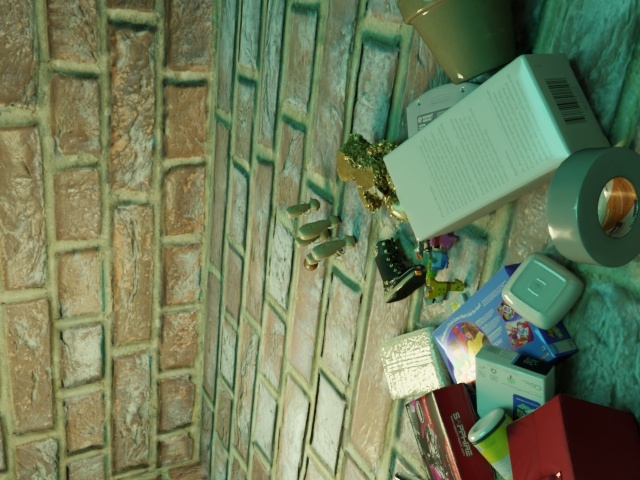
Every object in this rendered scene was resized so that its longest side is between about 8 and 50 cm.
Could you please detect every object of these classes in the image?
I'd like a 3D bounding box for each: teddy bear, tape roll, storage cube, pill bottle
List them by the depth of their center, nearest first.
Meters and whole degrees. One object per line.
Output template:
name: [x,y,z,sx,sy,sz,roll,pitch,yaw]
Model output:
tape roll: [0.518,-0.062,1.194,0.072,0.219,0.219,11,105,60]
storage cube: [0.508,0.445,1.284,0.184,0.215,0.193,123,158,-46]
pill bottle: [0.420,0.466,1.419,0.184,0.103,0.103,47,142,7]
teddy bear: [0.182,-0.190,1.911,0.338,0.113,0.245,25,134,56]

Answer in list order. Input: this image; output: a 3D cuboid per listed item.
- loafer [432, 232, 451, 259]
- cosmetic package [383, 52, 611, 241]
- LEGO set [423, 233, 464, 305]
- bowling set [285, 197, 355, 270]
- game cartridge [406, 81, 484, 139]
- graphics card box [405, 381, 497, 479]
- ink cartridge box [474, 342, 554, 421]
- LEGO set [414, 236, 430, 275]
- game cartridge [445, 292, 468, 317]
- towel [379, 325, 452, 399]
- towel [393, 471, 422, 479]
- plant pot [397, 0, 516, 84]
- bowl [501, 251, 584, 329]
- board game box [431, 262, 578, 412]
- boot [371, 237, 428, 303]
loafer: [0.320,0.008,1.753,0.045,0.039,0.125,43,132,49]
cosmetic package: [0.365,-0.190,1.432,0.453,0.161,0.230,-32,76,51]
LEGO set: [0.333,0.089,1.716,0.087,0.093,0.227,-84,-3,-65]
bowling set: [0.000,0.000,2.263,0.200,0.154,0.287,89,156,-50]
game cartridge: [0.329,-0.300,1.664,0.294,0.060,0.196,0,99,61]
graphics card box: [0.322,0.505,1.667,0.371,0.094,0.233,97,157,-72]
ink cartridge box: [0.443,0.400,1.479,0.165,0.065,0.333,15,126,37]
LEGO set: [0.259,-0.035,1.729,0.060,0.182,0.244,1,100,20]
game cartridge: [0.366,0.180,1.729,0.083,0.017,0.056,-48,58,54]
towel: [0.274,0.363,1.900,0.282,0.049,0.187,-32,69,58]
towel: [0.345,0.819,1.762,0.317,0.053,0.332,0,112,60]
plant pot: [0.335,-0.486,1.459,0.263,0.263,0.229,-12,103,61]
bowl: [0.472,0.104,1.393,0.142,0.053,0.142,40,96,31]
board game box: [0.427,0.244,1.566,0.347,0.078,0.233,-57,47,49]
boot: [0.221,0.069,1.883,0.236,0.085,0.179,122,135,-62]
